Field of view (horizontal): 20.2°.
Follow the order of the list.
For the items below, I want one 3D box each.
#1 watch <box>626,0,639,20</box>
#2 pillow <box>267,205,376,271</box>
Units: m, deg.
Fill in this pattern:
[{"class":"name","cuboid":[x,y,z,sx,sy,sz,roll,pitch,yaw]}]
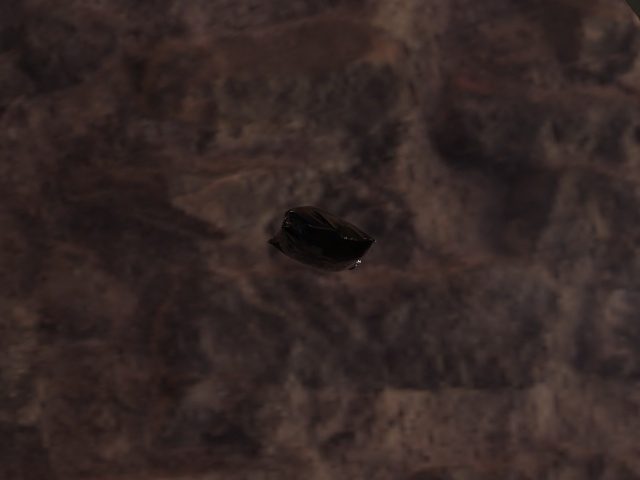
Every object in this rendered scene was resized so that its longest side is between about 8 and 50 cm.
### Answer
[{"class":"watch","cuboid":[0.198,-0.151,0.662,0.241,0.162,0.253,22,-75,4]},{"class":"pillow","cuboid":[0.000,-0.001,1.707,0.090,0.150,0.048,30,-100,0]}]
